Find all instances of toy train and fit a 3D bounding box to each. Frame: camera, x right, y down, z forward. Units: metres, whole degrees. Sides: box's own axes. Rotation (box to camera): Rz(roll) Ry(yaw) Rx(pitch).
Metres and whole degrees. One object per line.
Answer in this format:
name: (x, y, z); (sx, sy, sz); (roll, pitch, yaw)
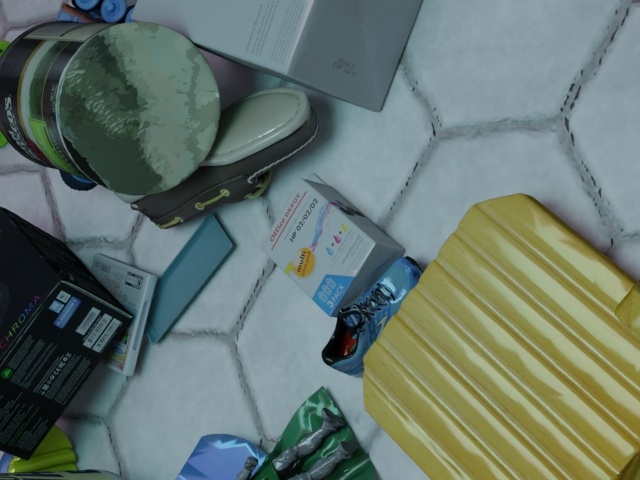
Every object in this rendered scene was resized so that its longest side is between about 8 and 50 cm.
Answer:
toy train: (-0.297, -0.297, 1.519); (0.184, 0.080, 0.105); (29, 96, 22)

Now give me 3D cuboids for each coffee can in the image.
coffee can: (-0.275, -0.174, 1.323); (0.275, 0.202, 0.201); (18, 93, 57)

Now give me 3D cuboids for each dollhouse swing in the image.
dollhouse swing: (0.161, 0.145, 0.962); (0.305, 0.315, 0.346); (40, 109, 17)

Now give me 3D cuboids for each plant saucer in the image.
plant saucer: (-0.182, 0.053, 1.419); (0.192, 0.018, 0.067); (-51, 55, 22)

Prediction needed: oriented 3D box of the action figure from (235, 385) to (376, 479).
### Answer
action figure: (-0.057, 0.290, 1.226); (0.232, 0.063, 0.137); (-43, 50, 15)

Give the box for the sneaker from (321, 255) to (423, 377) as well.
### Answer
sneaker: (0.059, 0.087, 1.180); (0.063, 0.073, 0.162); (44, 110, 36)

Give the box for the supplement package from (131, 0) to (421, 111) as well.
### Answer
supplement package: (-0.054, -0.291, 1.273); (0.293, 0.178, 0.175); (25, 98, 39)

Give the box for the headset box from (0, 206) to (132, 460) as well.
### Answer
headset box: (-0.433, 0.118, 1.479); (0.246, 0.131, 0.283); (-53, 41, 0)

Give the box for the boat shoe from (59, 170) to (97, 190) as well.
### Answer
boat shoe: (-0.358, -0.172, 1.566); (0.089, 0.109, 0.258); (-38, 44, 36)

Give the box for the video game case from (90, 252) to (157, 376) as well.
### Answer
video game case: (-0.291, 0.101, 1.485); (0.157, 0.019, 0.143); (15, 92, 49)

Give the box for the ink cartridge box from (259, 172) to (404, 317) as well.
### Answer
ink cartridge box: (0.000, 0.000, 1.251); (0.181, 0.062, 0.104); (42, 108, 36)

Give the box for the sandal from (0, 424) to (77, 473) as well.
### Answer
sandal: (-0.449, 0.400, 1.511); (0.138, 0.126, 0.317); (23, 95, 44)

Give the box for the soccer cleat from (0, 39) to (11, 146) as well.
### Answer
soccer cleat: (-0.539, -0.240, 1.739); (0.072, 0.060, 0.178); (3, 87, 41)

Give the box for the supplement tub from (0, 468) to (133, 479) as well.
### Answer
supplement tub: (-0.340, 0.399, 1.284); (0.235, 0.325, 0.235); (-8, 77, 38)

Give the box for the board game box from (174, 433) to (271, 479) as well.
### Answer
board game box: (-0.117, 0.323, 1.300); (0.133, 0.033, 0.168); (32, 91, 16)

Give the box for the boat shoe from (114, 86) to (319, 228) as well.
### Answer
boat shoe: (-0.122, -0.097, 1.347); (0.324, 0.096, 0.116); (-20, 37, 33)
